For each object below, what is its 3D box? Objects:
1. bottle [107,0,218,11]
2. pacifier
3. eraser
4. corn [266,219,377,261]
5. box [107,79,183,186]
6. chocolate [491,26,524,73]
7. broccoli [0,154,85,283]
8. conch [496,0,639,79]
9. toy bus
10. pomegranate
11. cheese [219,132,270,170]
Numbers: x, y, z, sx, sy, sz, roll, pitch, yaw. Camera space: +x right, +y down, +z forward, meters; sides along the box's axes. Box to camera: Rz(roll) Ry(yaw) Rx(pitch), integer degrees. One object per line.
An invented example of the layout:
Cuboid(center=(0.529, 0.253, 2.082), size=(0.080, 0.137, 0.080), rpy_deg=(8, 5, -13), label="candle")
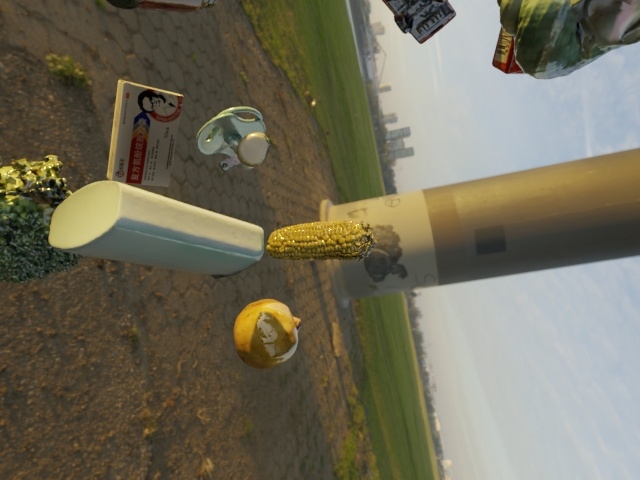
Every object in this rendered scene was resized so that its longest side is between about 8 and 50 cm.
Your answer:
Cuboid(center=(-0.396, -0.666, 1.052), size=(0.336, 0.144, 0.143), rpy_deg=(-44, 125, -55), label="bottle")
Cuboid(center=(-0.359, -0.432, 1.806), size=(0.344, 0.288, 0.269), rpy_deg=(-13, 64, -50), label="pacifier")
Cuboid(center=(-0.256, -0.005, 0.688), size=(0.290, 0.189, 0.103), rpy_deg=(19, 68, -54), label="eraser")
Cuboid(center=(0.000, 0.000, 1.126), size=(0.115, 0.318, 0.115), rpy_deg=(-2, 90, -69), label="corn")
Cuboid(center=(-0.640, -0.378, 1.496), size=(0.214, 0.069, 0.352), rpy_deg=(-2, 113, -45), label="box")
Cuboid(center=(0.713, -0.691, 1.377), size=(0.108, 0.235, 0.237), rpy_deg=(-128, -147, -51), label="chocolate")
Cuboid(center=(-0.682, -0.041, 0.888), size=(0.324, 0.335, 0.271), rpy_deg=(150, -86, -85), label="broccoli")
Cuboid(center=(0.426, -0.378, 0.688), size=(0.195, 0.277, 0.220), rpy_deg=(-56, 160, -16), label="conch")
Cuboid(center=(0.082, -0.297, 0.448), size=(0.192, 0.065, 0.076), rpy_deg=(10, 55, -52), label="toy bus")
Cuboid(center=(-0.199, 0.350, 1.547), size=(0.264, 0.265, 0.263), rpy_deg=(-10, 90, -80), label="pomegranate")
Cuboid(center=(-0.228, -0.263, 1.274), size=(0.092, 0.171, 0.047), rpy_deg=(43, 1, -17), label="cheese")
